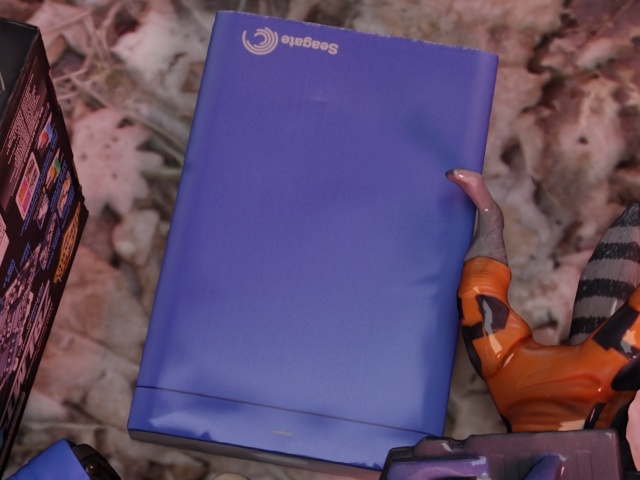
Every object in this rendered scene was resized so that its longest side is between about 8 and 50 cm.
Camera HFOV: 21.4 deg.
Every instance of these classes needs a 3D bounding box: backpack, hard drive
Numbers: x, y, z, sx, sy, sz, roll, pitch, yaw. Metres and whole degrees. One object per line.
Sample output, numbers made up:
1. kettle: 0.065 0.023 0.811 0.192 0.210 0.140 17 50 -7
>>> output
1. backpack: -0.160 0.188 1.076 0.101 0.120 0.098 -38 75 -14
2. hard drive: 0.000 0.000 1.192 0.210 0.040 0.319 9 70 3

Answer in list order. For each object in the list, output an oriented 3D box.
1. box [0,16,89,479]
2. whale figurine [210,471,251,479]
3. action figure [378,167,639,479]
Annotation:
1. box: -0.228 0.052 1.034 0.073 0.293 0.296 15 70 3
2. whale figurine: 0.025 0.248 1.017 0.272 0.141 0.216 28 90 34
3. action figure: 0.207 0.121 1.079 0.341 0.178 0.330 3 81 21
